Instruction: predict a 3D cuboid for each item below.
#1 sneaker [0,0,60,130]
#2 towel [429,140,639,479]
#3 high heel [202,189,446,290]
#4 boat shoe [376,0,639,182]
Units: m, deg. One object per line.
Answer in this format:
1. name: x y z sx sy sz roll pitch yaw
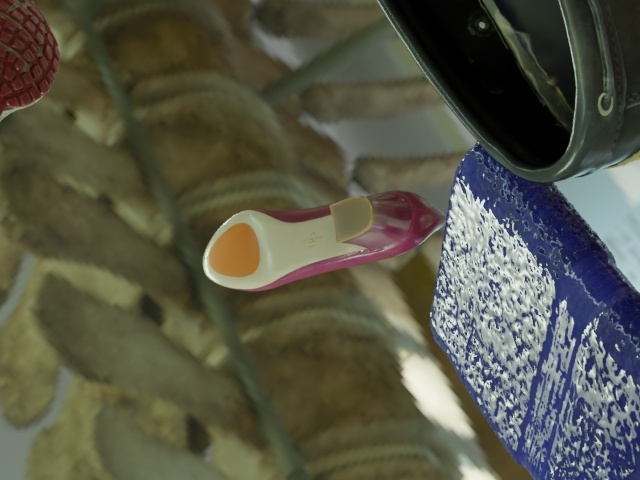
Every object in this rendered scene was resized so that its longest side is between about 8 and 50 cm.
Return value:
1. sneaker: -0.369 -0.150 1.802 0.121 0.112 0.299 53 -136 -26
2. towel: 0.190 0.087 1.296 0.076 0.228 0.308 -14 -134 -23
3. high heel: 0.000 0.000 1.718 0.117 0.244 0.082 6 -112 -48
4. boat shoe: 0.062 -0.249 1.116 0.156 0.187 0.500 -32 -92 -40
